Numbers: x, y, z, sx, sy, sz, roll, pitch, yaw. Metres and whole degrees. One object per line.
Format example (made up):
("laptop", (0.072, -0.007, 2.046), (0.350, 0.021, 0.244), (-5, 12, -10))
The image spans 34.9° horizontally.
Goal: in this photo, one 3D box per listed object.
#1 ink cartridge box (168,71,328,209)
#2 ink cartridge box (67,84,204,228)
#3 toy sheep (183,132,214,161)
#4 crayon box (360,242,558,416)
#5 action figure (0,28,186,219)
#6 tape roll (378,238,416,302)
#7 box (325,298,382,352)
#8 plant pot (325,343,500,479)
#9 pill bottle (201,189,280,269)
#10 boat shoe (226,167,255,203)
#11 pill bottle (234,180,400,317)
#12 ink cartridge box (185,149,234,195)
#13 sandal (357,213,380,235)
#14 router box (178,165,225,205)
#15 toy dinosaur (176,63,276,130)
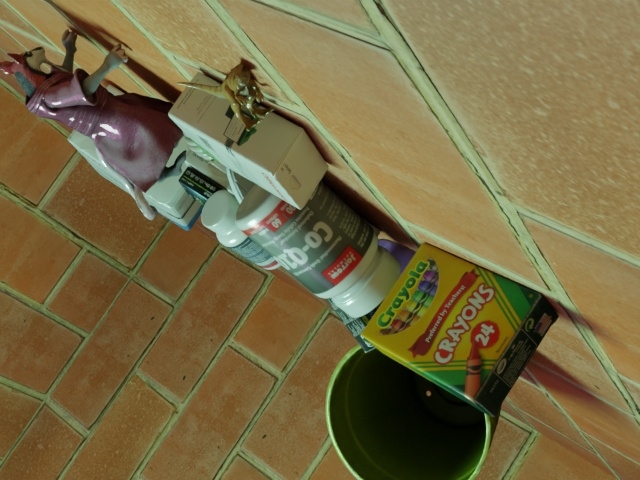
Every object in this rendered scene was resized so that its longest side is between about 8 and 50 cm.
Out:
("ink cartridge box", (-0.111, -0.158, 1.631), (0.219, 0.092, 0.160), (30, 172, 23))
("ink cartridge box", (-0.405, -0.185, 2.424), (0.285, 0.166, 0.395), (33, 173, 2))
("toy sheep", (-0.205, -0.195, 1.850), (0.091, 0.091, 0.132), (25, 154, 51))
("crayon box", (0.208, 0.133, 1.701), (0.318, 0.202, 0.081), (25, 168, 46))
("action figure", (-0.434, -0.239, 1.906), (0.370, 0.275, 0.248), (22, -176, -23))
("tape roll", (0.205, 0.110, 2.005), (0.275, 0.090, 0.275), (33, 172, 6))
("box", (0.069, 0.107, 2.096), (0.190, 0.045, 0.184), (54, -154, -16))
("plant pot", (0.253, 0.352, 2.265), (0.366, 0.366, 0.353), (31, -161, 20))
("pill bottle", (-0.143, -0.024, 2.012), (0.180, 0.108, 0.108), (32, 175, -40))
("boat shoe", (-0.077, -0.046, 1.940), (0.302, 0.109, 0.094), (52, 163, -5))
("pill bottle", (0.000, 0.000, 1.813), (0.283, 0.161, 0.161), (42, 170, -18))
("ink cartridge box", (-0.194, -0.139, 2.126), (0.148, 0.086, 0.203), (33, 172, 3))
("sandal", (0.036, -0.012, 1.994), (0.102, 0.076, 0.265), (36, 172, -10))
("router box", (-0.233, -0.098, 2.075), (0.092, 0.038, 0.122), (33, 171, 9))
("toy dinosaur", (-0.125, -0.220, 1.496), (0.112, 0.064, 0.211), (54, 158, -13))
